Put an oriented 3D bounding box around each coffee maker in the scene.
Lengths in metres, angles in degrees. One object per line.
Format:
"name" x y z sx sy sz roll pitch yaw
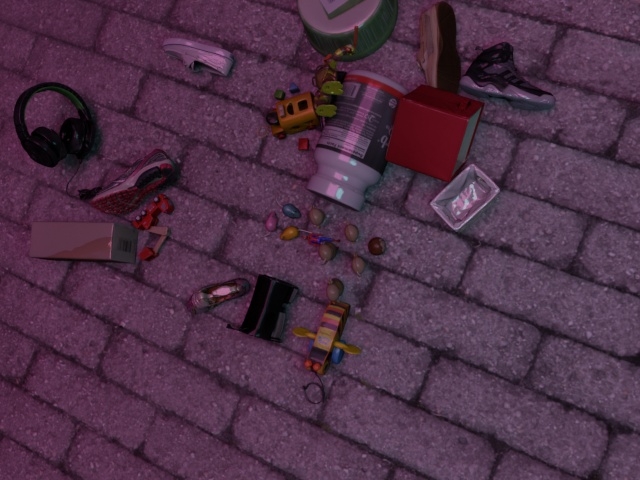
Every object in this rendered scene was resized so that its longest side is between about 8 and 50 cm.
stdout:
"coffee maker" -0.160 0.194 1.843 0.120 0.171 0.178 14 85 34

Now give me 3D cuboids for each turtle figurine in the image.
"turtle figurine" 0.027 -0.455 1.751 0.087 0.217 0.269 23 127 -17

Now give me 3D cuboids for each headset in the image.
"headset" -0.836 -0.323 2.078 0.185 0.243 0.394 2 114 42

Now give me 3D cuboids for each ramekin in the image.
"ramekin" 0.073 -0.713 1.905 0.303 0.148 0.304 -2 82 16

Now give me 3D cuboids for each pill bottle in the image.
"pill bottle" 0.104 -0.281 1.809 0.210 0.210 0.363 23 90 18

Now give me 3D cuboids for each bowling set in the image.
"bowling set" 0.083 0.017 1.790 0.199 0.154 0.287 -17 91 6

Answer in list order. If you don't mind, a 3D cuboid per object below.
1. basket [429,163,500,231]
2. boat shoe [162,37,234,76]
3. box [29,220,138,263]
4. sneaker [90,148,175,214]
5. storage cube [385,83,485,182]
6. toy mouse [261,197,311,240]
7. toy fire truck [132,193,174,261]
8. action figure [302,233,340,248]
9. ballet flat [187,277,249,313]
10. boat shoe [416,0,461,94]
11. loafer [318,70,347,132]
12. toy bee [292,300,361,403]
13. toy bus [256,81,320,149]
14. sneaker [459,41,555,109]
"basket" 0.402 -0.112 1.756 0.167 0.103 0.113 -43 74 6
"boat shoe" -0.409 -0.593 2.057 0.258 0.095 0.084 15 83 18
"box" -0.770 0.006 2.057 0.311 0.148 0.121 1 83 18
"sneaker" -0.610 -0.184 2.060 0.299 0.121 0.112 -28 58 5
"storage cube" 0.314 -0.300 1.731 0.193 0.183 0.215 21 123 18
"toy mouse" -0.120 -0.068 1.937 0.161 0.031 0.143 -18 78 13
"toy fire truck" -0.534 -0.041 2.045 0.192 0.047 0.135 -44 74 6
"action figure" 0.000 0.000 1.897 0.115 0.030 0.038 11 91 19
"ballet flat" -0.325 0.166 1.941 0.221 0.079 0.077 -19 79 13
"boat shoe" 0.336 -0.533 1.841 0.098 0.109 0.303 -6 85 52
"loafer" 0.043 -0.409 1.912 0.078 0.076 0.223 -1 79 25
"toy bee" 0.017 0.315 1.781 0.195 0.162 0.299 -6 81 13
"toy bus" -0.097 -0.383 1.934 0.191 0.104 0.202 31 92 18
"sneaker" 0.535 -0.463 1.763 0.268 0.101 0.153 20 91 20
